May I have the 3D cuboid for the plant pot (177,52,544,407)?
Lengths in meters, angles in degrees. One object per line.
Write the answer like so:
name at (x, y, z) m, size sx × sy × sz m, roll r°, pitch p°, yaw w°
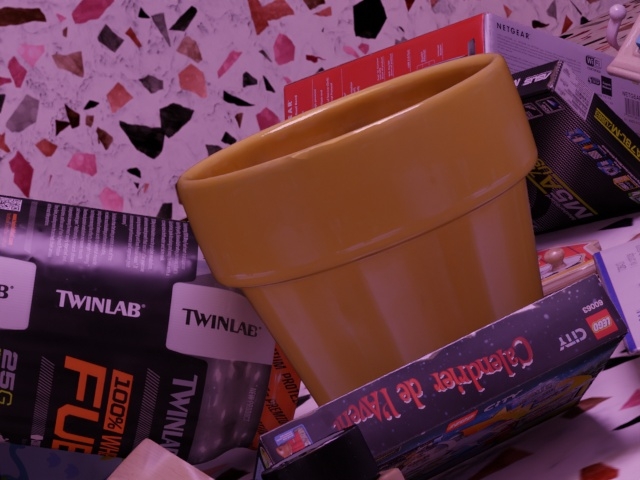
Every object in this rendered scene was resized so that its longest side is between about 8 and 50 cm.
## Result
plant pot at (0.055, 0.019, 1.369) m, size 0.254 × 0.239 × 0.254 m, roll -22°, pitch 9°, yaw 4°

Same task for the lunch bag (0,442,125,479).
lunch bag at (-0.236, 0.139, 1.636) m, size 0.219 × 0.176 × 0.090 m, roll -26°, pitch 8°, yaw -27°

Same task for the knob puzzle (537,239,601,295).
knob puzzle at (0.165, 0.032, 1.753) m, size 0.213 × 0.030 × 0.213 m, roll -23°, pitch 8°, yaw 3°

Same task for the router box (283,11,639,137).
router box at (0.180, -0.133, 2.060) m, size 0.335 × 0.082 × 0.301 m, roll 12°, pitch -19°, yaw -42°

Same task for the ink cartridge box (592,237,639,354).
ink cartridge box at (0.347, 0.008, 1.279) m, size 0.307 × 0.072 × 0.303 m, roll -24°, pitch 9°, yaw 9°

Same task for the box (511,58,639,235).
box at (0.218, -0.086, 1.853) m, size 0.184 × 0.191 × 0.045 m, roll -15°, pitch 44°, yaw 45°

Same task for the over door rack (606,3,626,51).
over door rack at (0.491, -0.238, 1.960) m, size 0.324 × 0.108 × 0.239 m, roll -26°, pitch 45°, yaw -15°

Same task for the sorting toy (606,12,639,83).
sorting toy at (0.406, -0.228, 1.885) m, size 0.193 × 0.038 × 0.208 m, roll 21°, pitch 71°, yaw 39°

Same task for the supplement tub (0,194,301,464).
supplement tub at (-0.176, 0.071, 1.494) m, size 0.316 × 0.193 × 0.193 m, roll 8°, pitch 5°, yaw -7°

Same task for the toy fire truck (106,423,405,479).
toy fire truck at (-0.077, 0.188, 1.036) m, size 0.217 × 0.158 × 0.246 m, roll -27°, pitch -3°, yaw -22°

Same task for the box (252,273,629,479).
box at (0.070, 0.112, 1.201) m, size 0.233 × 0.044 × 0.159 m, roll -25°, pitch -18°, yaw -14°

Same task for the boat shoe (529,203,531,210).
boat shoe at (0.000, 0.000, 1.930) m, size 0.187 × 0.156 × 0.500 m, roll -30°, pitch 5°, yaw -43°
